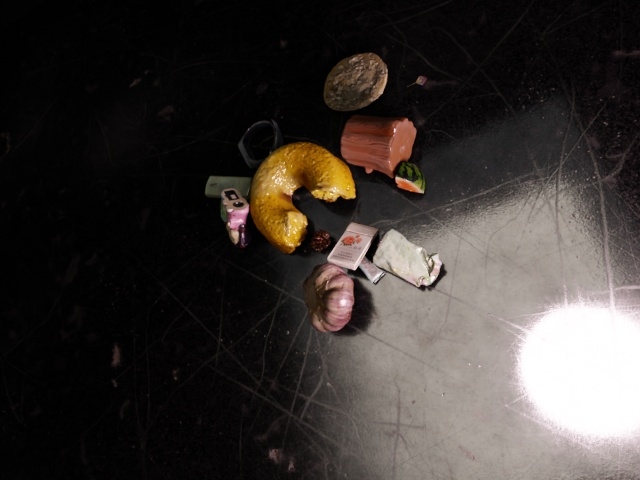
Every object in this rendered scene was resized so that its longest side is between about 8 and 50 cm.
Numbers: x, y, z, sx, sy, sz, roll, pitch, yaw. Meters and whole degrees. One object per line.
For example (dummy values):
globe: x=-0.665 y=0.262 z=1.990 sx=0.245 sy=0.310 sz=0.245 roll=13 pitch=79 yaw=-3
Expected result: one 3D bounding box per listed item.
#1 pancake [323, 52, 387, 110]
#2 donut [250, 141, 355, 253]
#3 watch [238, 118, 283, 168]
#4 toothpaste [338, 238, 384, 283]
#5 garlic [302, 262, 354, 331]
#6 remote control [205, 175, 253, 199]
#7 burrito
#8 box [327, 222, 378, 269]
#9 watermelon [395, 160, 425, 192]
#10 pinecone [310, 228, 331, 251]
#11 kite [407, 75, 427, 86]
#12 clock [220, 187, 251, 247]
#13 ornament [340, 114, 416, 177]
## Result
pancake: x=0.137 y=-0.641 z=1.889 sx=0.283 sy=0.049 sz=0.282 roll=-7 pitch=71 yaw=20
donut: x=-0.110 y=-0.193 z=1.794 sx=0.435 sy=0.163 sz=0.377 roll=-48 pitch=62 yaw=4
watch: x=-0.245 y=-0.405 z=1.970 sx=0.193 sy=0.068 sz=0.206 roll=-34 pitch=62 yaw=11
toothpaste: x=0.142 y=0.068 z=1.681 sx=0.056 sy=0.036 sz=0.205 roll=-43 pitch=66 yaw=-2
garlic: x=0.041 y=0.198 z=1.602 sx=0.245 sy=0.161 sz=0.244 roll=-175 pitch=90 yaw=-66
remote control: x=-0.389 y=-0.227 z=1.991 sx=0.234 sy=0.038 sz=0.098 roll=6 pitch=76 yaw=25
burrito: x=0.297 y=0.067 z=1.588 sx=0.229 sy=0.089 sz=0.143 roll=30 pitch=102 yaw=28
box: x=0.116 y=0.017 z=1.656 sx=0.109 sy=0.029 sz=0.198 roll=15 pitch=50 yaw=26
watermelon: x=0.316 y=-0.210 z=1.667 sx=0.135 sy=0.125 sz=0.094 roll=47 pitch=127 yaw=-6
pinecone: x=0.000 y=0.000 z=1.738 sx=0.083 sy=0.077 sz=0.077 roll=-43 pitch=63 yaw=5
kite: x=0.378 y=-0.609 z=1.804 sx=0.078 sy=0.002 sz=0.044 roll=-40 pitch=64 yaw=6
clock: x=-0.339 y=-0.087 z=1.860 sx=0.100 sy=0.195 sz=0.194 roll=-13 pitch=37 yaw=-22
ornament: x=0.206 y=-0.363 z=1.700 sx=0.218 sy=0.235 sz=0.221 roll=17 pitch=57 yaw=29
